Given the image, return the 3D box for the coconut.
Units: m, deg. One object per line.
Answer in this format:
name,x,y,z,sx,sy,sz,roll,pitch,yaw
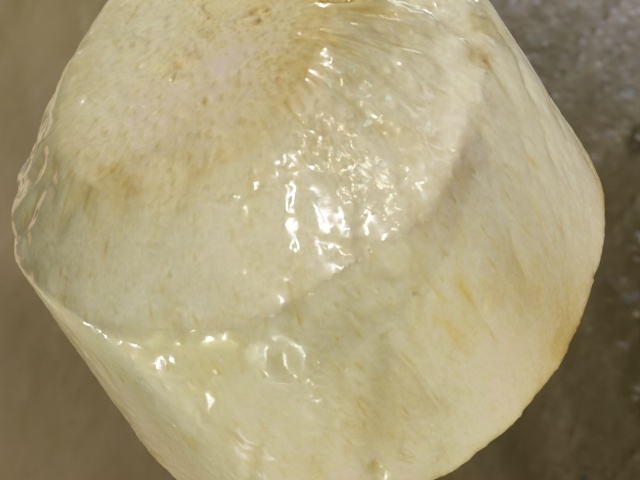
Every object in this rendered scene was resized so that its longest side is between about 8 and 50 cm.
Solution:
coconut,0.000,0.000,0.977,0.329,0.329,0.328,-44,37,46
